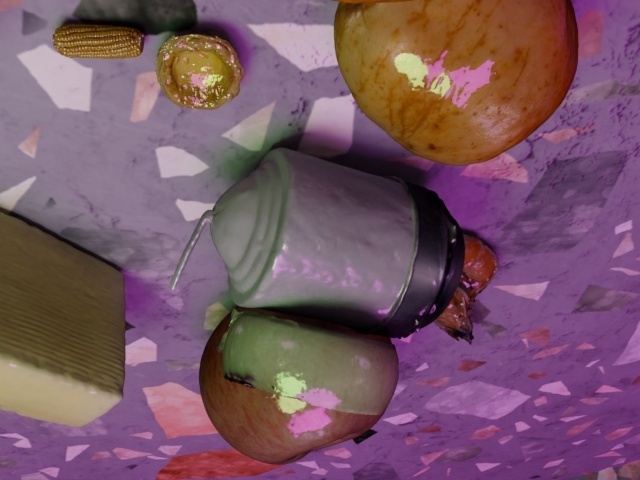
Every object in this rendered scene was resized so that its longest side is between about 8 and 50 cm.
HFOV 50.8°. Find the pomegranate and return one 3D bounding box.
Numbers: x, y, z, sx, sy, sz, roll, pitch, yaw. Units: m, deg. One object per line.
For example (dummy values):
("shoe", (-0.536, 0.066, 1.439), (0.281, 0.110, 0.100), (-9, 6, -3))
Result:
("pomegranate", (0.130, -0.190, 0.666), (0.248, 0.248, 0.248), (-5, 142, -4))

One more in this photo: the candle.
("candle", (0.000, 0.000, 0.883), (0.342, 0.221, 0.221), (15, 136, -25))

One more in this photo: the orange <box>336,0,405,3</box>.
("orange", (0.044, -0.334, 0.375), (0.424, 0.326, 0.424), (-7, 141, -5))

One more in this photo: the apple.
("apple", (-0.036, 0.236, 1.133), (0.345, 0.269, 0.345), (-6, 142, -5))

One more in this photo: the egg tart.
("egg tart", (-0.135, -0.193, 0.753), (0.105, 0.039, 0.105), (-6, 142, -4))

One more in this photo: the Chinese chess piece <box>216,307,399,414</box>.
("Chinese chess piece", (-0.013, 0.154, 0.867), (0.238, 0.092, 0.238), (13, 174, 2))

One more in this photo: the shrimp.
("shrimp", (0.239, 0.085, 1.166), (0.164, 0.062, 0.317), (-23, 137, 14))

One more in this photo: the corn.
("corn", (-0.234, -0.211, 0.714), (0.092, 0.037, 0.037), (-1, 142, -9))

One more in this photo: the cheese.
("cheese", (-0.402, 0.102, 0.911), (0.124, 0.242, 0.265), (-29, 138, 24))
